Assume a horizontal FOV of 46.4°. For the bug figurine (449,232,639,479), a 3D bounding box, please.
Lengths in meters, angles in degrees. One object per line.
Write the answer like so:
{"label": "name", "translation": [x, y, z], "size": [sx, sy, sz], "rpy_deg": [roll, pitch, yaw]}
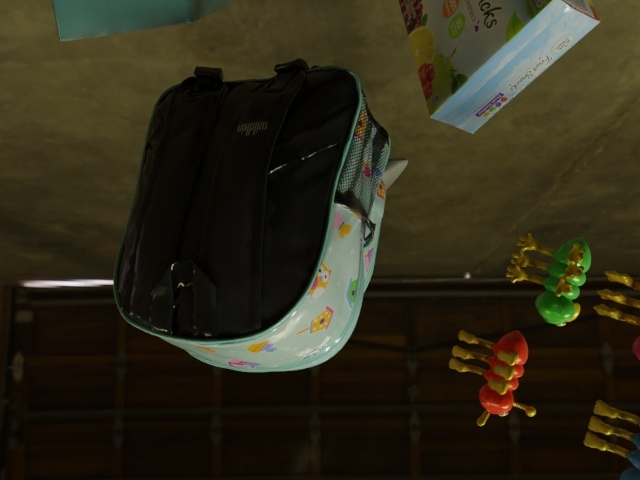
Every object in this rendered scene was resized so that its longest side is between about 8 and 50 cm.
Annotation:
{"label": "bug figurine", "translation": [0.246, 0.111, 0.689], "size": [0.072, 0.216, 0.279], "rpy_deg": [16, -175, -29]}

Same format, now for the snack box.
{"label": "snack box", "translation": [0.170, -0.246, 0.768], "size": [0.070, 0.207, 0.174], "rpy_deg": [14, 142, -32]}

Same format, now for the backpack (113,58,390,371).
{"label": "backpack", "translation": [-0.042, -0.005, 0.500], "size": [0.165, 0.189, 0.144], "rpy_deg": [2, 151, 22]}

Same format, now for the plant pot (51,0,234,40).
{"label": "plant pot", "translation": [-0.220, -0.368, 0.846], "size": [0.165, 0.234, 0.166], "rpy_deg": [-4, -155, 14]}

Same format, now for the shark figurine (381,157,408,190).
{"label": "shark figurine", "translation": [-0.022, 0.012, 0.775], "size": [0.166, 0.116, 0.278], "rpy_deg": [-18, 170, -22]}
